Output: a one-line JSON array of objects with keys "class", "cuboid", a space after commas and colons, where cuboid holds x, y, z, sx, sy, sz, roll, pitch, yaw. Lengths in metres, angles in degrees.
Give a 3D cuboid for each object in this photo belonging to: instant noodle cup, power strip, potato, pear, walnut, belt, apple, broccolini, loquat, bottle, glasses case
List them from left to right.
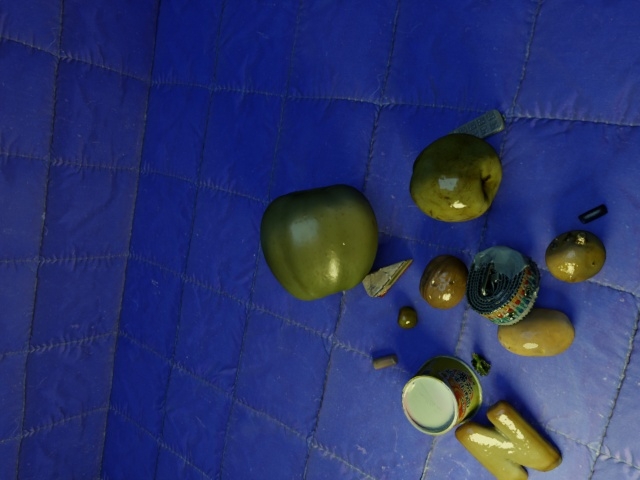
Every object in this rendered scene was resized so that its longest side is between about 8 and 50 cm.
[{"class": "apple", "cuboid": [0.000, 0.000, 1.850, 0.474, 0.474, 0.472, 1, 92, 34]}, {"class": "bottle", "cuboid": [0.259, 0.485, 1.918, 0.097, 0.045, 0.045, -24, 78, 31]}, {"class": "apple", "cuboid": [0.332, 0.294, 1.837, 0.075, 0.090, 0.089, -4, 89, 19]}, {"class": "instant noodle cup", "cuboid": [0.425, 0.561, 1.717, 0.265, 0.200, 0.263, 1, 91, 33]}, {"class": "walnut", "cuboid": [0.443, 0.150, 1.719, 0.168, 0.167, 0.207, 27, 108, 30]}, {"class": "pear", "cuboid": [0.448, -0.206, 1.634, 0.304, 0.304, 0.303, 1, 92, 34]}, {"class": "power strip", "cuboid": [0.547, -0.387, 1.710, 0.227, 0.029, 0.079, -25, 78, 32]}, {"class": "broccolini", "cuboid": [0.533, 0.418, 1.651, 0.058, 0.201, 0.074, -50, 50, 5]}, {"class": "belt", "cuboid": [0.600, 0.143, 1.580, 0.207, 0.150, 0.257, -2, 62, 54]}, {"class": "potato", "cuboid": [0.703, 0.305, 1.571, 0.234, 0.146, 0.150, -9, 118, 33]}, {"class": "loquat", "cuboid": [0.785, 0.042, 1.479, 0.172, 0.204, 0.149, -18, 46, 4]}, {"class": "glasses case", "cuboid": [0.861, -0.082, 1.514, 0.083, 0.023, 0.033, -32, 72, 30]}]

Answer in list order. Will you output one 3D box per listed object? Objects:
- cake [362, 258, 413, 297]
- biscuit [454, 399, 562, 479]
[{"class": "cake", "cuboid": [0.267, 0.157, 1.878, 0.221, 0.086, 0.116, -20, 80, 33]}, {"class": "biscuit", "cuboid": [0.629, 0.693, 1.615, 0.290, 0.062, 0.237, 46, 114, -1]}]
